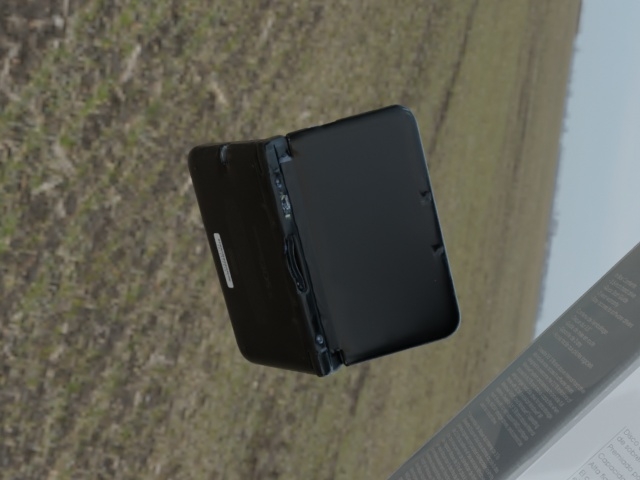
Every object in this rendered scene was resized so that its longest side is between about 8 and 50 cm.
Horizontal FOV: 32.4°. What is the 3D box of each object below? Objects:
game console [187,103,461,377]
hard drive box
[{"bbox_3d":[0.000,0.000,0.563,0.071,0.107,0.122,-24,106,-37],"label":"game console"},{"bbox_3d":[0.175,0.113,0.518,0.232,0.181,0.089,-43,-168,4],"label":"hard drive box"}]
